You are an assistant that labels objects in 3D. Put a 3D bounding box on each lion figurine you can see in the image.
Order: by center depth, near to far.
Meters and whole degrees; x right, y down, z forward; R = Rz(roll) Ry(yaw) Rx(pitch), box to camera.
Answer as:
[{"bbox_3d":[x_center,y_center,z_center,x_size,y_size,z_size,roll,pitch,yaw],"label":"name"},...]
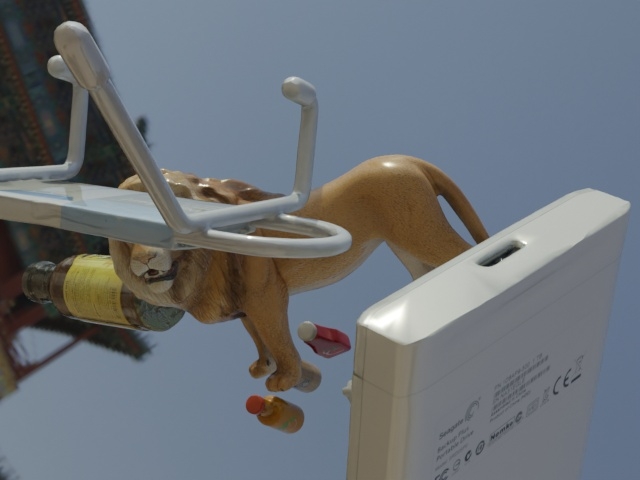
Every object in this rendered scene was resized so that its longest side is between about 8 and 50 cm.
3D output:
[{"bbox_3d":[0.000,0.000,1.121,0.142,0.392,0.240,-150,-139,-76],"label":"lion figurine"}]

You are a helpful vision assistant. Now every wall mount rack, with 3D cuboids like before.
[{"bbox_3d":[-0.158,-0.068,0.722,0.350,0.304,0.130,8,-82,23],"label":"wall mount rack"}]

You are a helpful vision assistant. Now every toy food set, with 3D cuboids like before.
[{"bbox_3d":[0.021,0.159,1.435,0.232,0.104,0.111,-20,-116,20],"label":"toy food set"}]

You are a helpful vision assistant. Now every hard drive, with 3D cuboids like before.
[{"bbox_3d":[0.102,0.163,0.747,0.047,0.233,0.352,25,-54,36],"label":"hard drive"}]

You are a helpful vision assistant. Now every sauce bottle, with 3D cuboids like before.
[{"bbox_3d":[-0.352,0.075,1.798,0.344,0.111,0.111,5,-61,43],"label":"sauce bottle"}]
